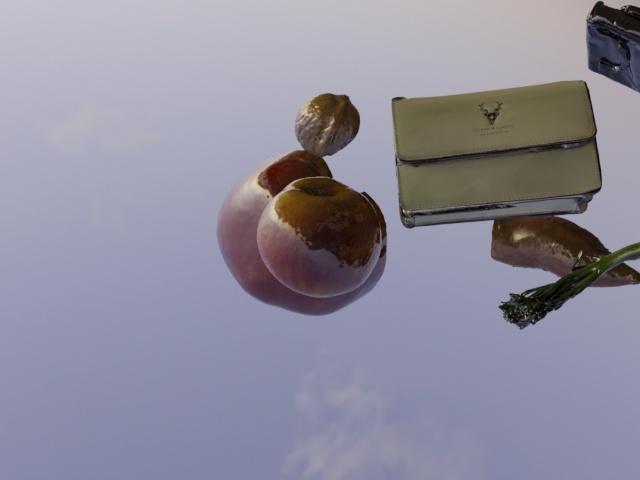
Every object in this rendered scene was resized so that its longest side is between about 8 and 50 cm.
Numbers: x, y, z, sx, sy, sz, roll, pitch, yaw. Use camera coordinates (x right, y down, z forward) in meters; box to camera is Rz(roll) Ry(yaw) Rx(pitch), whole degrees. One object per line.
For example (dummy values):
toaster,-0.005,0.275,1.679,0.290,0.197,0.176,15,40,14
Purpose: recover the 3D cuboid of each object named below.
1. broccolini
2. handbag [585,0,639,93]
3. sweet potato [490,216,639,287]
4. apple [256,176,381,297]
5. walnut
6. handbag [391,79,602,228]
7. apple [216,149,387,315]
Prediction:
broccolini,0.336,0.043,1.032,0.062,0.271,0.123,54,-148,-8
handbag,0.696,-0.410,1.817,0.244,0.088,0.275,31,179,24
sweet potato,0.521,0.021,1.748,0.337,0.131,0.131,16,-166,39
apple,0.000,0.000,1.275,0.195,0.173,0.160,3,-151,-8
walnut,0.012,-0.190,1.349,0.105,0.124,0.105,9,-116,-18
handbag,0.315,-0.165,1.533,0.359,0.236,0.160,-5,164,7
apple,-0.037,-0.010,1.683,0.329,0.365,0.295,5,-122,-19
